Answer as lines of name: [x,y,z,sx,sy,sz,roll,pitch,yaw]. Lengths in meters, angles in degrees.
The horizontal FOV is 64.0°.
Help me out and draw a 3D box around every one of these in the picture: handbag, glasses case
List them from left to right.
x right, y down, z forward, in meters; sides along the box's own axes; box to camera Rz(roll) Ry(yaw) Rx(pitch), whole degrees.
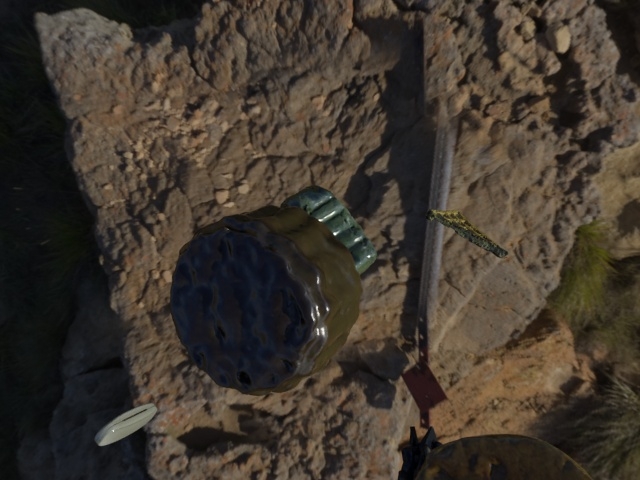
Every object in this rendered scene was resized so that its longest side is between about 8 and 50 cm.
glasses case: [-0.218,0.206,0.579,0.021,0.083,0.032,45,106,14]
handbag: [0.252,0.637,1.237,0.118,0.326,0.269,-6,120,20]

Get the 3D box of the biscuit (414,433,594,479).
biscuit: [0.174,0.359,0.453,0.287,0.057,0.344,-22,58,1]

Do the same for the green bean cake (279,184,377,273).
green bean cake: [0.000,0.000,1.119,0.124,0.222,0.227,-39,83,-20]

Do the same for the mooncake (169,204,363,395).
mooncake: [-0.102,0.104,0.884,0.323,0.187,0.325,6,104,25]

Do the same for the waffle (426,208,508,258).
waffle: [0.284,-0.012,1.001,0.097,0.153,0.024,-3,129,-38]
